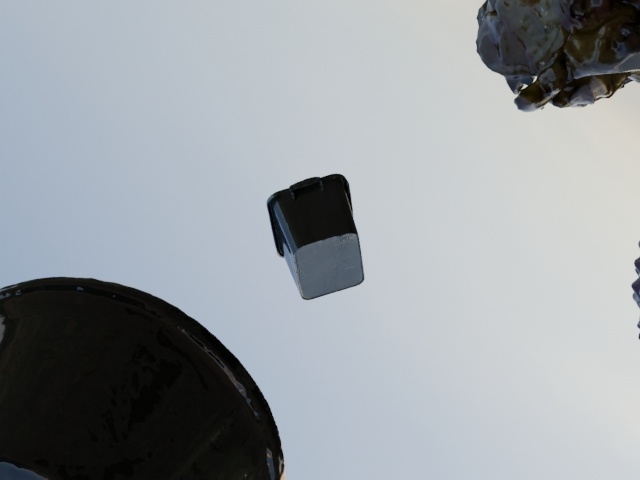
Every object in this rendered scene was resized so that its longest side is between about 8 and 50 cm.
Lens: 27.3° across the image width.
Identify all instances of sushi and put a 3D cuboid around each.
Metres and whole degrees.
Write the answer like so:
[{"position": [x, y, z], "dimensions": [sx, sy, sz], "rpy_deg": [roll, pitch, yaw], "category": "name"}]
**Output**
[{"position": [0.229, -0.205, 1.106], "dimensions": [0.204, 0.200, 0.213], "rpy_deg": [-5, -122, -48], "category": "sushi"}]

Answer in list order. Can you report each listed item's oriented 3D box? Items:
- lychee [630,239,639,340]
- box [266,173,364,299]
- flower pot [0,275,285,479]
[{"position": [0.543, 0.050, 1.455], "dimensions": [0.424, 0.425, 0.500], "rpy_deg": [25, 170, -35], "category": "lychee"}, {"position": [0.000, 0.000, 1.288], "dimensions": [0.122, 0.084, 0.069], "rpy_deg": [79, 172, -57], "category": "box"}, {"position": [-0.167, 0.173, 0.829], "dimensions": [0.269, 0.269, 0.166], "rpy_deg": [38, -159, -6], "category": "flower pot"}]
